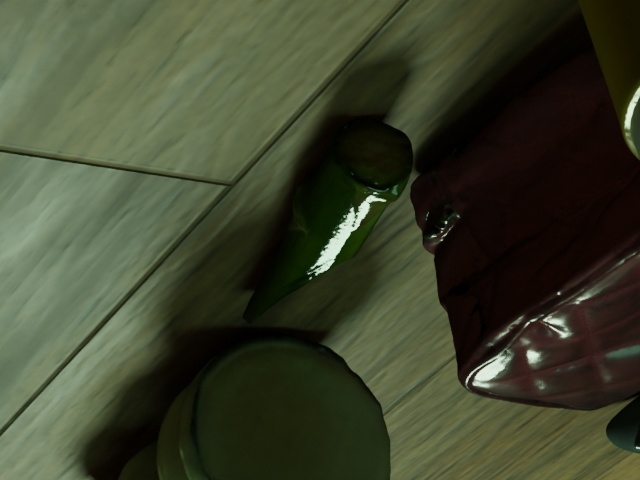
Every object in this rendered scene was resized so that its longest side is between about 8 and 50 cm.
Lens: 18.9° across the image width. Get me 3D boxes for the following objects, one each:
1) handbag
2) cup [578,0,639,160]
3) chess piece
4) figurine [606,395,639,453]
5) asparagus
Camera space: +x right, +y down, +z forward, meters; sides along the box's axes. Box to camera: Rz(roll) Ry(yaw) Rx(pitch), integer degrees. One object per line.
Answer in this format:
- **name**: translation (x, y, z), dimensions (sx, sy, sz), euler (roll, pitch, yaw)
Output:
- **handbag**: translation (0.155, -0.014, 0.956), dimensions (0.146, 0.135, 0.225), euler (8, 149, -35)
- **cup**: translation (0.194, -0.124, 0.679), dimensions (0.241, 0.226, 0.185), euler (-24, 151, 33)
- **chess piece**: translation (-0.071, 0.161, 1.190), dimensions (0.133, 0.133, 0.243), euler (4, 153, -30)
- **figurine**: translation (0.327, 0.103, 1.238), dimensions (0.265, 0.140, 0.193), euler (-30, 173, 3)
- **asparagus**: translation (0.000, 0.000, 1.004), dimensions (0.045, 0.041, 0.178), euler (6, 147, -17)
